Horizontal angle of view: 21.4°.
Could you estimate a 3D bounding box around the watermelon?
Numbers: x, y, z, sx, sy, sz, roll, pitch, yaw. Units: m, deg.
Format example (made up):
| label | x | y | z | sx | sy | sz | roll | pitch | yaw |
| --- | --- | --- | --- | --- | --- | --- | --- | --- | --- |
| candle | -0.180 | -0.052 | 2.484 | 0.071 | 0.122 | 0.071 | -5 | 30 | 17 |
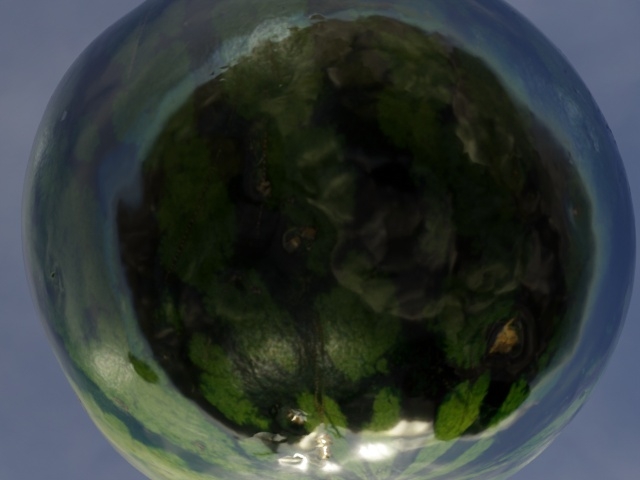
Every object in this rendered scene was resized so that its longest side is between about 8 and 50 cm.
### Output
| label | x | y | z | sx | sy | sz | roll | pitch | yaw |
| --- | --- | --- | --- | --- | --- | --- | --- | --- | --- |
| watermelon | 0.000 | 0.000 | 0.799 | 0.285 | 0.285 | 0.285 | 0 | -90 | -17 |
